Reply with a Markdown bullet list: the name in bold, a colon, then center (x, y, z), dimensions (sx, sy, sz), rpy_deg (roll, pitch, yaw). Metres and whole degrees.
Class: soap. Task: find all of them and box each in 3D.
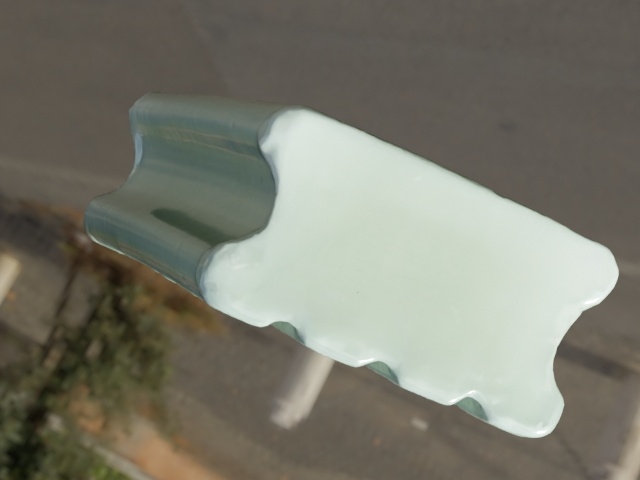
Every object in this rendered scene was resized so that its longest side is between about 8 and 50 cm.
- **soap**: center (0.000, 0.000, 0.821), dimensions (0.160, 0.087, 0.265), rpy_deg (24, 178, -17)
